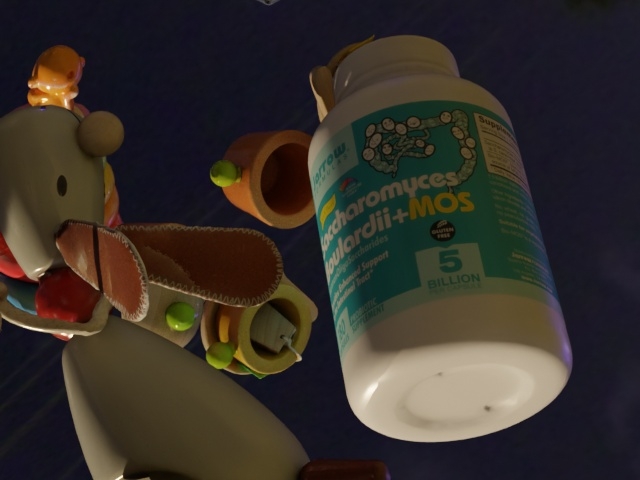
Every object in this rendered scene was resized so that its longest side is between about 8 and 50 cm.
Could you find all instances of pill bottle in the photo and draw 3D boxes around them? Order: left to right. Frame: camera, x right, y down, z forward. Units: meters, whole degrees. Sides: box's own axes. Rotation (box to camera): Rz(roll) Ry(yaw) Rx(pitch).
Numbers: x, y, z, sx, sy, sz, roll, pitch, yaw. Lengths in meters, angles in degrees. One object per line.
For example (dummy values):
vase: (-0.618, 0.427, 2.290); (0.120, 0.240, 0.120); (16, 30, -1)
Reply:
pill bottle: (0.071, -0.010, 1.014); (0.146, 0.146, 0.264); (15, -131, -33)

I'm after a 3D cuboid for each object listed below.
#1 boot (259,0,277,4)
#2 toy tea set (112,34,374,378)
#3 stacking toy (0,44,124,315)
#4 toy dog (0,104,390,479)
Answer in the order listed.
boot: (-0.078, -0.224, 0.890); (0.190, 0.069, 0.086); (35, -141, -28)
toy tea set: (0.000, 0.000, 1.107); (0.336, 0.124, 0.200); (-37, -60, -27)
stacking toy: (-0.285, -0.085, 1.605); (0.175, 0.302, 0.166); (-28, -125, -33)
toy dog: (-0.075, 0.062, 0.829); (0.333, 0.161, 0.220); (58, -158, -6)
